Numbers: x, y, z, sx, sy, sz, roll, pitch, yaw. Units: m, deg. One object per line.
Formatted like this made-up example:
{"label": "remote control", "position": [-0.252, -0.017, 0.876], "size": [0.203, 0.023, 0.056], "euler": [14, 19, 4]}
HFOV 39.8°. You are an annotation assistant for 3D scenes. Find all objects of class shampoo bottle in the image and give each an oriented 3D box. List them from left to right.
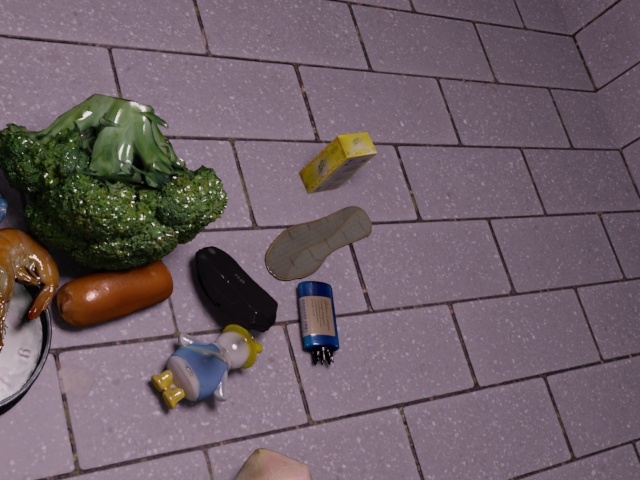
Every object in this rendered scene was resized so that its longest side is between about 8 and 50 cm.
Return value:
{"label": "shampoo bottle", "position": [-0.003, 0.179, 1.906], "size": [0.087, 0.050, 0.182], "euler": [11, 60, -35]}

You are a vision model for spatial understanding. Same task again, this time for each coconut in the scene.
{"label": "coconut", "position": [-0.090, 0.472, 1.616], "size": [0.171, 0.171, 0.182], "euler": [-18, 81, -41]}

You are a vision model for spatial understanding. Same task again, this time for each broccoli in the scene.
{"label": "broccoli", "position": [-0.366, -0.098, 1.607], "size": [0.414, 0.321, 0.309], "euler": [12, 62, 8]}

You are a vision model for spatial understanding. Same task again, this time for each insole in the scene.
{"label": "insole", "position": [0.000, 0.000, 2.032], "size": [0.348, 0.009, 0.119], "euler": [-26, 83, -42]}

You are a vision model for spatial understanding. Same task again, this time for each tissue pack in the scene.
{"label": "tissue pack", "position": [0.039, -0.180, 2.044], "size": [0.095, 0.176, 0.062], "euler": [-14, 74, -39]}

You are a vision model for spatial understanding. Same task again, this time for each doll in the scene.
{"label": "doll", "position": [-0.207, 0.233, 1.697], "size": [0.135, 0.098, 0.241], "euler": [29, 37, 32]}

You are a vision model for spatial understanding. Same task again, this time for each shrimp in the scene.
{"label": "shrimp", "position": [-0.519, 0.085, 1.484], "size": [0.150, 0.068, 0.248], "euler": [27, 47, -26]}

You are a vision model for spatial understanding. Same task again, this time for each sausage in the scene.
{"label": "sausage", "position": [-0.380, 0.094, 1.650], "size": [0.238, 0.098, 0.098], "euler": [-17, 77, -42]}

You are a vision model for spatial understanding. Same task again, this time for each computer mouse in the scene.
{"label": "computer mouse", "position": [-0.179, 0.104, 1.786], "size": [0.217, 0.073, 0.122], "euler": [44, 22, 14]}

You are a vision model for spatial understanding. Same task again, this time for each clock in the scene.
{"label": "clock", "position": [-0.608, 0.150, 1.469], "size": [0.319, 0.066, 0.318], "euler": [16, 58, -28]}

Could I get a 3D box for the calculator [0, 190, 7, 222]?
{"label": "calculator", "position": [-0.682, -0.075, 1.496], "size": [0.293, 0.051, 0.173], "euler": [3, 31, -35]}
